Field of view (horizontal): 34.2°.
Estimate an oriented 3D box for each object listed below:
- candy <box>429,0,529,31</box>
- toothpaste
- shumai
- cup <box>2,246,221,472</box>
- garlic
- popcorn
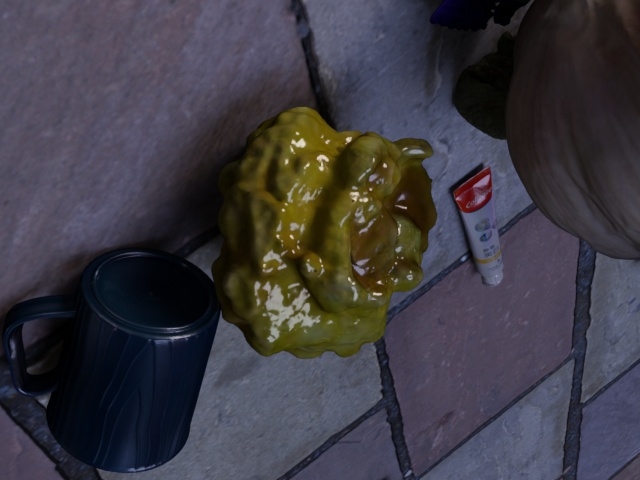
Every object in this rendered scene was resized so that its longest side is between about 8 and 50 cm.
[{"bbox_3d":[0.179,-0.275,0.778,0.145,0.070,0.275,-11,136,-55],"label":"candy"},{"bbox_3d":[0.174,-0.008,1.112,0.048,0.031,0.190,-35,144,-8],"label":"toothpaste"},{"bbox_3d":[0.168,-0.140,0.922,0.080,0.082,0.083,-39,-171,-24],"label":"shumai"},{"bbox_3d":[-0.155,0.092,0.789,0.150,0.113,0.138,-14,136,-40],"label":"cup"},{"bbox_3d":[0.286,-0.136,0.778,0.322,0.322,0.241,-46,146,4],"label":"garlic"},{"bbox_3d":[0.004,0.001,0.792,0.197,0.155,0.198,14,90,-70],"label":"popcorn"}]
